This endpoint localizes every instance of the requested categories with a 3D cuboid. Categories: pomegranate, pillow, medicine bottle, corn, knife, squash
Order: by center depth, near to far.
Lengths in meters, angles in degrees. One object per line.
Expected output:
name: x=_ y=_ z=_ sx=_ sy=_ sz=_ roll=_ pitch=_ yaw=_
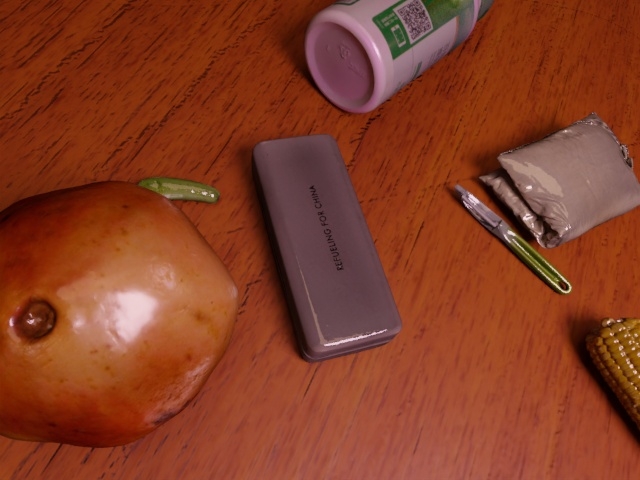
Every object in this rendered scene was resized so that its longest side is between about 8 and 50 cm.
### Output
pomegranate: x=-0.176 y=0.055 z=0.398 sx=0.209 sy=0.209 sz=0.208 roll=5 pitch=63 yaw=-10
corn: x=0.366 y=0.183 z=0.520 sx=0.080 sy=0.080 sz=0.238 roll=-25 pitch=69 yaw=-22
squash: x=-0.154 y=-0.055 z=0.554 sx=0.089 sy=0.027 sz=0.027 roll=1 pitch=64 yaw=-14
knife: x=0.229 y=-0.002 z=0.613 sx=0.184 sy=0.026 sz=0.022 roll=45 pitch=103 yaw=9
pillow: x=0.306 y=-0.073 z=0.632 sx=0.182 sy=0.077 sz=0.134 roll=-22 pitch=71 yaw=-20
medicine bottle: x=0.114 y=-0.287 z=0.666 sx=0.133 sy=0.133 sz=0.274 roll=43 pitch=64 yaw=10

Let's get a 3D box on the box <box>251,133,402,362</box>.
box: x=0.000 y=0.000 z=0.543 sx=0.104 sy=0.055 sz=0.243 roll=-10 pitch=66 yaw=-17
